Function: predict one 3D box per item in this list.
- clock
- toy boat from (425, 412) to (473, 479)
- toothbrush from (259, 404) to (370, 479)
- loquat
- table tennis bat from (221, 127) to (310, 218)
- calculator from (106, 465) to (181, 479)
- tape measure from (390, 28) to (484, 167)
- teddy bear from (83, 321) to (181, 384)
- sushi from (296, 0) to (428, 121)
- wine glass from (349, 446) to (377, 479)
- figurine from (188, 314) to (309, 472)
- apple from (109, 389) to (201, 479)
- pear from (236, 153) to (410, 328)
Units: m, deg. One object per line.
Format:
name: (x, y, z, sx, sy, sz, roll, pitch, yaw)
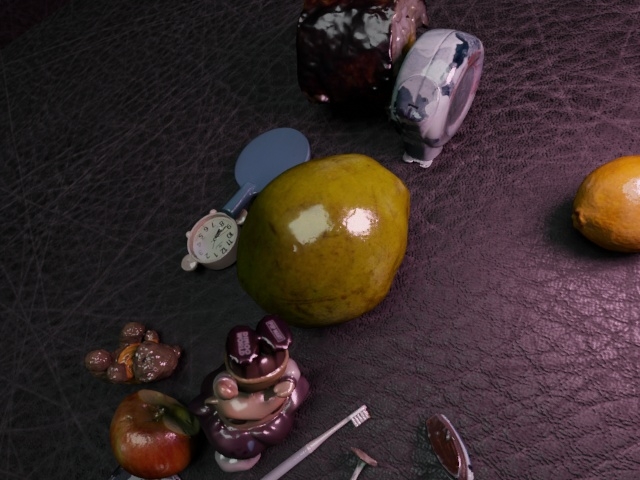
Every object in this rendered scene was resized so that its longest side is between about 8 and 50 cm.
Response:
clock: (-0.284, 0.002, 1.120, 0.229, 0.063, 0.156, -44, 59, -7)
toy boat: (0.246, 0.397, 0.767, 0.059, 0.066, 0.140, -39, 32, 13)
toothbrush: (-0.038, 0.456, 0.864, 0.342, 0.025, 0.030, -36, 64, 2)
loquat: (0.599, -0.070, 0.762, 0.235, 0.187, 0.175, -10, 53, 6)
table tennis bat: (-0.159, -0.195, 1.143, 0.215, 0.044, 0.329, 23, 66, 25)
calculator: (-0.450, 0.616, 0.944, 0.166, 0.028, 0.274, 38, 86, 25)
tape measure: (0.263, -0.345, 0.957, 0.147, 0.256, 0.274, 27, 84, 23)
teddy bear: (-0.450, 0.300, 1.020, 0.190, 0.177, 0.140, 0, 113, 20)
sushi: (0.100, -0.492, 1.056, 0.294, 0.281, 0.299, 13, 53, 20)
wine glass: (0.038, 0.510, 0.793, 0.066, 0.066, 0.198, 26, 79, 27)
figurine: (-0.119, 0.297, 0.794, 0.218, 0.365, 0.206, -31, 74, -34)
apple: (-0.365, 0.428, 0.898, 0.195, 0.173, 0.160, 28, 63, 21)
pear: (0.000, 0.000, 0.877, 0.413, 0.352, 0.352, -50, 61, 6)
